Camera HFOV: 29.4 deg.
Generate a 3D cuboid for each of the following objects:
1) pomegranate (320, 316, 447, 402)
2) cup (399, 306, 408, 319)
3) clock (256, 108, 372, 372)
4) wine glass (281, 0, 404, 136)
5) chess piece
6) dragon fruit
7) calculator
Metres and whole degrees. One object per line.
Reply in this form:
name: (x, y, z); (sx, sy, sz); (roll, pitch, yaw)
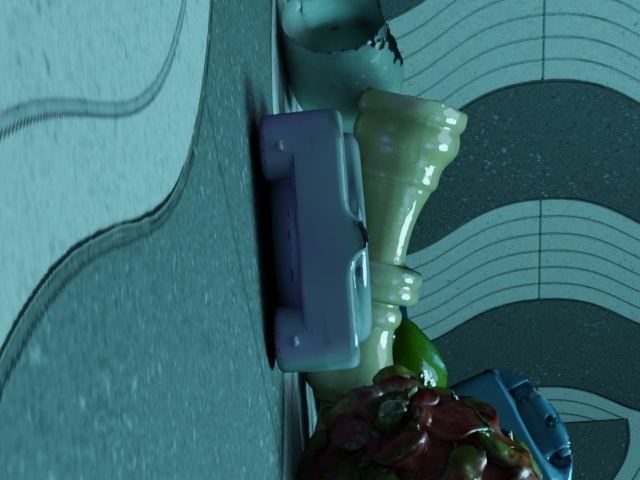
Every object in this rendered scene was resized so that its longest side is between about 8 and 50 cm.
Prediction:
pomegranate: (0.065, 0.149, 1.416); (0.131, 0.152, 0.191); (62, -1, 27)
cup: (0.067, 0.116, 1.918); (0.113, 0.150, 0.138); (19, 60, -48)
clock: (0.000, 0.000, 1.112); (0.248, 0.090, 0.227); (-5, 91, -88)
wine glass: (0.033, -0.161, 1.420); (0.321, 0.143, 0.143); (76, 11, -60)
chess piece: (0.057, 0.046, 1.282); (0.117, 0.117, 0.397); (15, 87, -86)
dragon fruit: (0.096, 0.264, 1.163); (0.269, 0.250, 0.291); (87, -15, -84)
calculator: (0.131, 0.261, 1.329); (0.173, 0.293, 0.051); (64, 3, 17)
